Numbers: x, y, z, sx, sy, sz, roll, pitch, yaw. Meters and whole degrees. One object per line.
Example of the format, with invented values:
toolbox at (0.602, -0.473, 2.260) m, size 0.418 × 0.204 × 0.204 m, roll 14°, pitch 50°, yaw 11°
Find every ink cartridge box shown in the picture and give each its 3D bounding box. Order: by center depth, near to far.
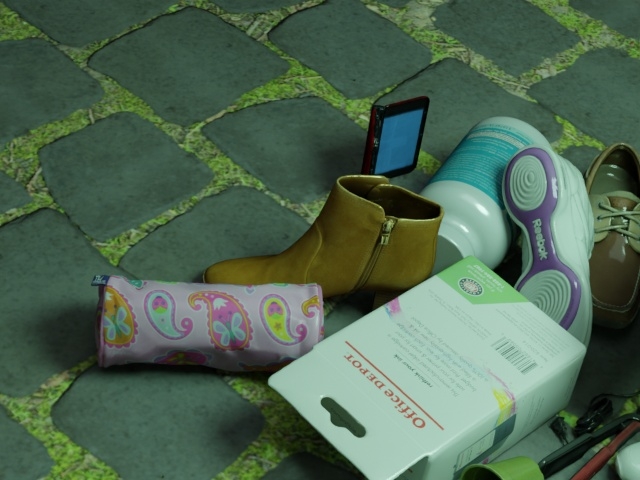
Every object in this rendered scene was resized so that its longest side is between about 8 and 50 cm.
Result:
ink cartridge box at (0.122, 0.182, 1.606) m, size 0.353 × 0.119 × 0.207 m, roll -27°, pitch 54°, yaw -33°

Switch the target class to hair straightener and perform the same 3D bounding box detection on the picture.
hair straightener at (0.330, 0.230, 1.642) m, size 0.089 × 0.047 × 0.230 m, roll 37°, pitch 50°, yaw 26°

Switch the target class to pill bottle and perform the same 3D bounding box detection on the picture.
pill bottle at (0.214, -0.049, 1.844) m, size 0.146 × 0.146 × 0.264 m, roll 25°, pitch 45°, yaw 17°

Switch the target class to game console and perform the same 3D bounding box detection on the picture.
game console at (0.104, -0.119, 1.900) m, size 0.085 × 0.144 × 0.124 m, roll 6°, pitch 43°, yaw -2°

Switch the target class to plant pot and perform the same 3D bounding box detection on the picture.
plant pot at (0.216, 0.286, 1.552) m, size 0.079 × 0.083 × 0.083 m, roll -16°, pitch 48°, yaw -42°

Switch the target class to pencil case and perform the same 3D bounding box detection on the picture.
pencil case at (-0.137, 0.101, 1.649) m, size 0.284 × 0.124 × 0.124 m, roll 3°, pitch 44°, yaw -3°

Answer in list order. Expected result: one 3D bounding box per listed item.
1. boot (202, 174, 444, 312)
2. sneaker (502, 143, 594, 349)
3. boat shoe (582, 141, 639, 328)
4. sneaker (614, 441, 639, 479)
boot at (0.001, 0.001, 1.709) m, size 0.295 × 0.211 × 0.104 m, roll 7°, pitch 43°, yaw -2°
sneaker at (0.321, 0.029, 1.751) m, size 0.114 × 0.305 × 0.152 m, roll -9°, pitch -12°, yaw 37°
boat shoe at (0.399, -0.017, 1.862) m, size 0.123 × 0.116 × 0.324 m, roll 10°, pitch 43°, yaw 1°
sneaker at (0.470, 0.262, 1.601) m, size 0.235 × 0.095 × 0.090 m, roll 3°, pitch 45°, yaw -4°
